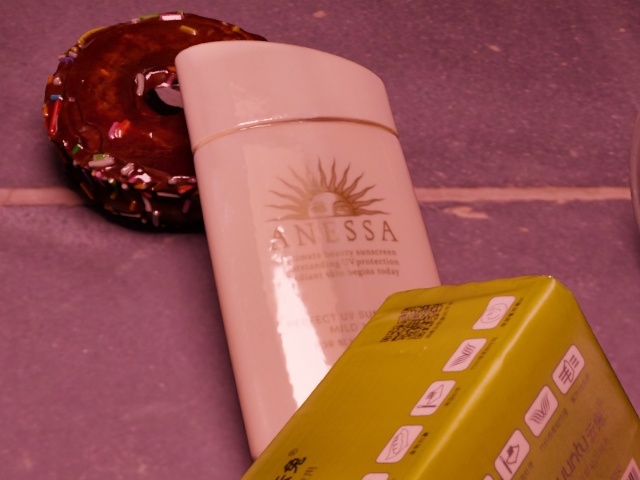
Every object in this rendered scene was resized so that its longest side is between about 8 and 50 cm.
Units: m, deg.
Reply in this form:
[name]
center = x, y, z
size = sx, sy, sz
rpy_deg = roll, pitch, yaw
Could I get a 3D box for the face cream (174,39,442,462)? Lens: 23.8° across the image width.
[face cream]
center = 0.000, 0.000, 1.148
size = 0.173, 0.081, 0.349
rpy_deg = -3, 61, -18

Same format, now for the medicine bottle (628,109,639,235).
[medicine bottle]
center = 0.423, -0.058, 1.187
size = 0.306, 0.245, 0.245
rpy_deg = -13, 47, -16

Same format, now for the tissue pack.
[tissue pack]
center = 0.068, 0.184, 0.922
size = 0.167, 0.200, 0.275
rpy_deg = -10, 29, 46

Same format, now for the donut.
[donut]
center = -0.124, -0.100, 1.305
size = 0.235, 0.089, 0.235
rpy_deg = 2, 45, -2
